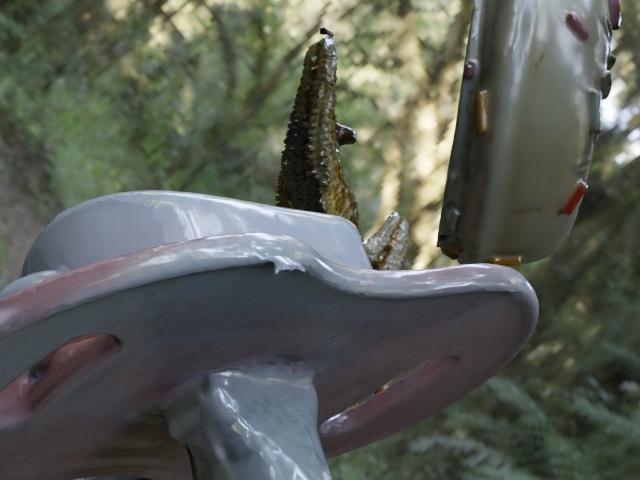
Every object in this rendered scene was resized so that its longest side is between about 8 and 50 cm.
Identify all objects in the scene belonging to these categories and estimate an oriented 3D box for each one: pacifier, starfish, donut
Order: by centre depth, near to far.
[{"bbox_3d":[-0.036,0.085,0.687,0.332,0.220,0.273,8,19,-46],"label":"pacifier"},{"bbox_3d":[0.002,0.000,1.282,0.312,0.113,0.303,108,-23,-47],"label":"starfish"},{"bbox_3d":[0.209,-0.145,1.517,0.142,0.383,0.382,10,-2,6],"label":"donut"}]
